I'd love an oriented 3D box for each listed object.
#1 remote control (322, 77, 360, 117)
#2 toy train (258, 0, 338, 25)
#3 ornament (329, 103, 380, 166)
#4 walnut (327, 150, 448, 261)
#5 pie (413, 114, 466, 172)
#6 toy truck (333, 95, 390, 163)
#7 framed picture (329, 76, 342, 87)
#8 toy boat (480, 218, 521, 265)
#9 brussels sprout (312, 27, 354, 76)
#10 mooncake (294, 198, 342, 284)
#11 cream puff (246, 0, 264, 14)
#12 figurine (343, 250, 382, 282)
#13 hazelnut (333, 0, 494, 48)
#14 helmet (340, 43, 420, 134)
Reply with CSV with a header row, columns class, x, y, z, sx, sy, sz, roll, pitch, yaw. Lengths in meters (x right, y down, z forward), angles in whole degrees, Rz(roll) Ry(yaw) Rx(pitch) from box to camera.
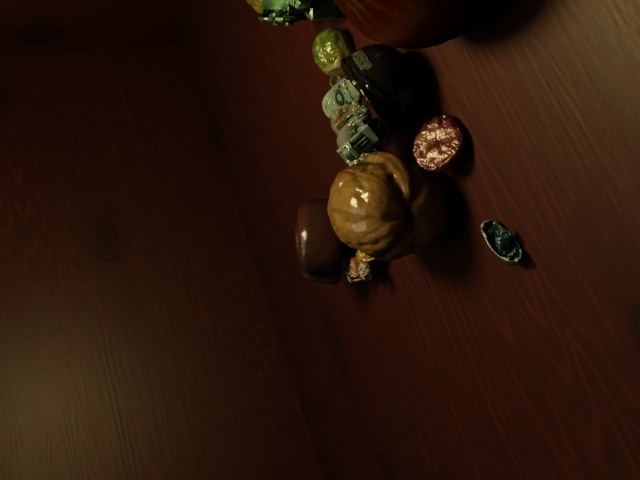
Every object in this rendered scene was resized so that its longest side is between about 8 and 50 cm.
class,x,y,z,sx,sy,sz,roll,pitch,yaw
remote control,0.073,-0.478,2.096,0.097,0.045,0.256,65,156,-3
toy train,-0.074,-0.789,2.035,0.299,0.238,0.166,-143,46,-57
ornament,0.121,-0.303,1.962,0.130,0.121,0.285,75,176,-73
walnut,0.172,-0.091,1.697,0.344,0.306,0.306,-134,37,-66
pie,0.298,-0.242,1.564,0.155,0.036,0.154,-12,71,39
toy truck,0.102,-0.312,1.786,0.108,0.140,0.256,46,-167,-23
framed picture,0.055,-0.546,2.161,0.066,0.007,0.089,102,149,-48
toy boat,0.417,0.003,1.436,0.061,0.060,0.137,70,178,-53
brussels sprout,0.035,-0.608,2.024,0.155,0.118,0.155,179,90,-68
mooncake,0.000,0.000,2.236,0.333,0.174,0.325,89,-179,-52
cream puff,-0.168,-0.971,2.310,0.282,0.185,0.281,20,-90,-84
figurine,0.151,0.054,2.079,0.240,0.116,0.174,103,146,-62
hazelnut,0.189,-0.591,1.318,0.429,0.402,0.401,30,128,57
helmet,0.177,-0.417,1.655,0.230,0.160,0.278,44,-167,-40
